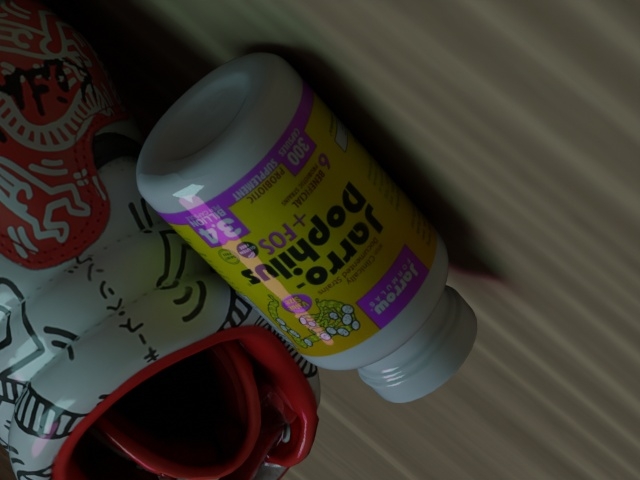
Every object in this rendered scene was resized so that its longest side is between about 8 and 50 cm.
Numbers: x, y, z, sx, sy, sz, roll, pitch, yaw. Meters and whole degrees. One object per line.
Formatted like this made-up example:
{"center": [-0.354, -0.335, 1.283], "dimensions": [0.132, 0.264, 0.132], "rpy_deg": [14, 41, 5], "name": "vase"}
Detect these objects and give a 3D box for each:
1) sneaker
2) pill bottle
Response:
{"center": [-0.069, 0.036, 0.485], "dimensions": [0.145, 0.090, 0.270], "rpy_deg": [53, 166, 19], "name": "sneaker"}
{"center": [0.000, 0.000, 0.364], "dimensions": [0.083, 0.043, 0.043], "rpy_deg": [46, 163, -28], "name": "pill bottle"}
